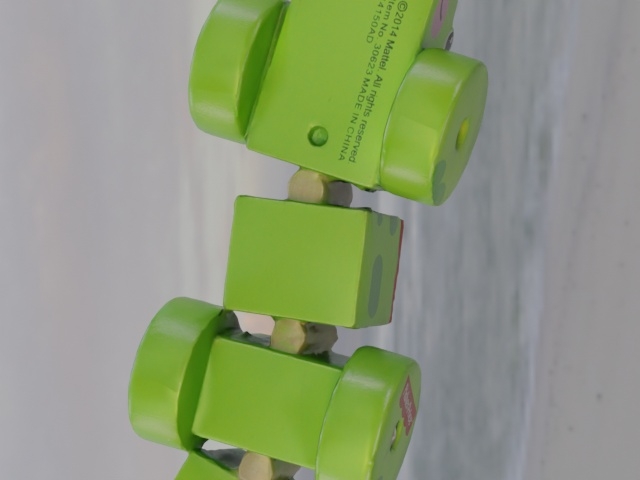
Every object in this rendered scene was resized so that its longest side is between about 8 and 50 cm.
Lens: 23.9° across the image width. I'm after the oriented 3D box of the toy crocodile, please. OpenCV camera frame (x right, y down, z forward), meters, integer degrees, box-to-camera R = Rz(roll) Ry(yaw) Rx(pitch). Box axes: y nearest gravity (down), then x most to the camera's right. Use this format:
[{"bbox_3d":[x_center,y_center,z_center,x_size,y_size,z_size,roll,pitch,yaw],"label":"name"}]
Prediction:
[{"bbox_3d":[0.000,0.000,0.655,0.105,0.115,0.341,0,-77,-73],"label":"toy crocodile"}]
